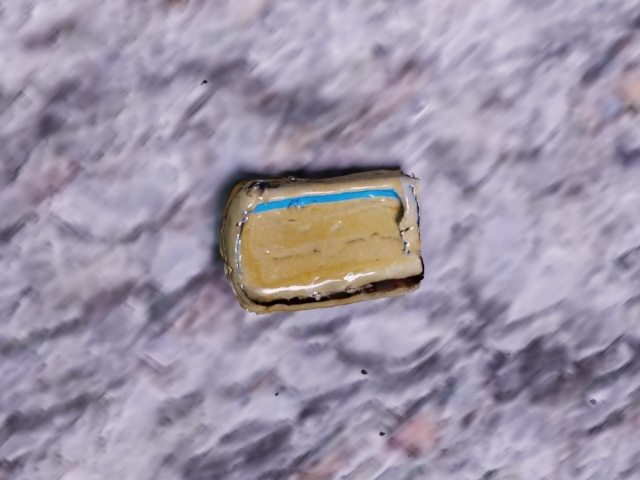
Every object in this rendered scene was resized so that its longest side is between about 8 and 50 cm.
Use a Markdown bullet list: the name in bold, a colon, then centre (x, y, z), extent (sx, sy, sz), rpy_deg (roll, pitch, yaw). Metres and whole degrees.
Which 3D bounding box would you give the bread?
- **bread**: centre (0.000, 0.000, 0.947), extent (0.106, 0.053, 0.072), rpy_deg (-5, 99, -11)
